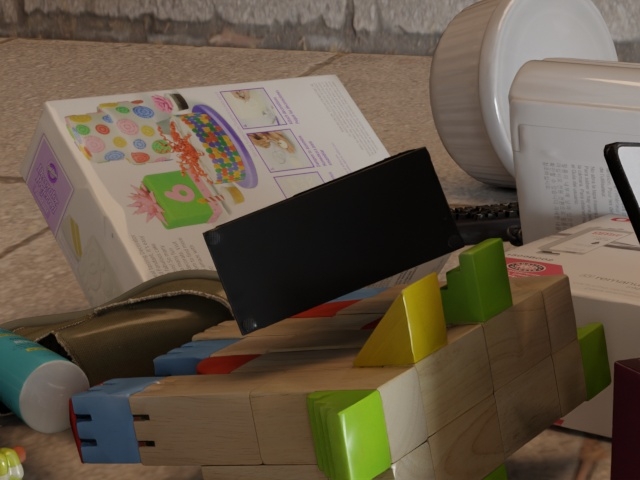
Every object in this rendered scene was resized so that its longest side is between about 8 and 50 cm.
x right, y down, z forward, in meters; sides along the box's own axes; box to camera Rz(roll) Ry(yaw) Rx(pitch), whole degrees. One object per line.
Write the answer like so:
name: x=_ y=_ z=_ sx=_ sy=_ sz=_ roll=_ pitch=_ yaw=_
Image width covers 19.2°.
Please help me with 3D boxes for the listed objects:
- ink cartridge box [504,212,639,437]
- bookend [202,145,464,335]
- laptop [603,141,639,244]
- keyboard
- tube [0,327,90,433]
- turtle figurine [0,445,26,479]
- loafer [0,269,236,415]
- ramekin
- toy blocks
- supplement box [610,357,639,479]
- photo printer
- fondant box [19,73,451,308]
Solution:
ink cartridge box: x=0.262 y=0.066 z=1.575 sx=0.207 sy=0.117 sz=0.283 roll=9 pitch=16 yaw=33
bookend: x=0.000 y=0.000 z=1.284 sx=0.157 sy=0.072 sz=0.156 roll=-21 pitch=2 yaw=-8
laptop: x=0.437 y=0.073 z=1.151 sx=0.382 sy=0.408 sz=0.236 roll=-1 pitch=-25 yaw=-46
keyboard: x=0.261 y=-0.024 z=2.146 sx=0.317 sy=0.033 sz=0.201 roll=-6 pitch=15 yaw=-25
tube: x=-0.232 y=0.085 z=1.372 sx=0.080 sy=0.052 sz=0.207 roll=29 pitch=-4 yaw=-34
turtle figurine: x=-0.273 y=0.151 z=1.229 sx=0.270 sy=0.087 sz=0.217 roll=-12 pitch=34 yaw=6
loafer: x=-0.160 y=0.094 z=1.464 sx=0.251 sy=0.094 sz=0.087 roll=-16 pitch=18 yaw=17
ramekin: x=0.250 y=-0.187 z=2.365 sx=0.127 sy=0.272 sz=0.273 roll=-4 pitch=7 yaw=43
toy blocks: x=0.006 y=0.110 z=1.321 sx=0.261 sy=0.190 sz=0.381 roll=-5 pitch=10 yaw=32
supplement box: x=0.303 y=0.131 z=1.331 sx=0.188 sy=0.104 sz=0.081 roll=-5 pitch=14 yaw=-25
photo printer: x=0.336 y=-0.038 z=1.742 sx=0.308 sy=0.256 sz=0.107 roll=7 pitch=36 yaw=27
fondant box: x=-0.077 y=-0.028 z=1.744 sx=0.330 sy=0.096 sz=0.238 roll=-8 pitch=53 yaw=-36
